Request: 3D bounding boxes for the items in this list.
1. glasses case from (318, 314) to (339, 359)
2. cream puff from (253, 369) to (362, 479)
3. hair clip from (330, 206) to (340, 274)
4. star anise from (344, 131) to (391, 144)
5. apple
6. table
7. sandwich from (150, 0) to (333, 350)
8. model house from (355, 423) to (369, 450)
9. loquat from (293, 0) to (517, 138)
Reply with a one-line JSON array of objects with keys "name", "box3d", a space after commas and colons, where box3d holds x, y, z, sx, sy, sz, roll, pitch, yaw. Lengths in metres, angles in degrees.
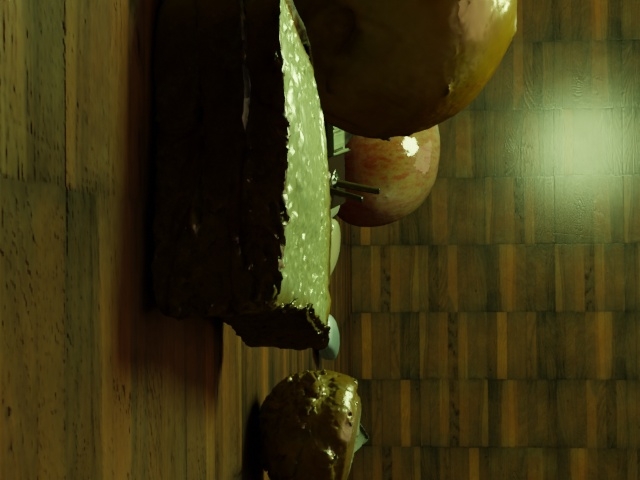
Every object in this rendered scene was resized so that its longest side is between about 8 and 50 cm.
[{"name": "glasses case", "box3d": [0.014, 0.193, 1.817, 0.178, 0.045, 0.067, 73, 17, -72]}, {"name": "cream puff", "box3d": [-0.015, 0.214, 1.021, 0.150, 0.115, 0.165, -72, 172, -54]}, {"name": "hair clip", "box3d": [0.002, 0.002, 1.621, 0.218, 0.071, 0.159, -80, 172, -45]}, {"name": "star anise", "box3d": [0.080, -0.318, 1.610, 0.118, 0.332, 0.331, 13, 71, -41]}, {"name": "apple", "box3d": [0.152, -0.204, 2.209, 0.345, 0.270, 0.344, -1, 90, -87]}, {"name": "table", "box3d": [0.022, -0.160, 1.340, 0.121, 0.111, 0.240, -31, 122, -61]}, {"name": "sandwich", "box3d": [-0.051, -0.058, 0.717, 0.301, 0.099, 0.271, 56, 29, -77]}, {"name": "model house", "box3d": [0.023, 0.361, 1.781, 0.100, 0.088, 0.100, 55, -10, -18]}, {"name": "loquat", "box3d": [0.083, -0.286, 1.110, 0.328, 0.329, 0.328, -1, 90, -85]}]
